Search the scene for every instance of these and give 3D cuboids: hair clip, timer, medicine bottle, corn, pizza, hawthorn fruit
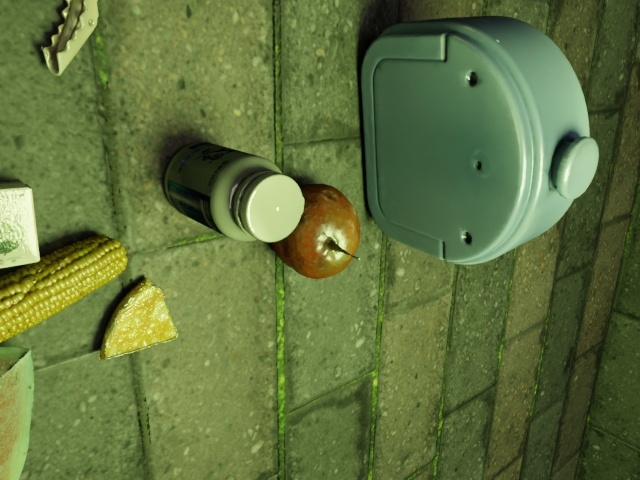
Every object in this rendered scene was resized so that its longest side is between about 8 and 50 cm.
[{"bbox_3d":[-0.249,-0.287,0.568,0.072,0.034,0.226,-14,122,-66],"label":"hair clip"},{"bbox_3d":[0.237,-0.148,0.817,0.173,0.395,0.395,-19,117,-31],"label":"timer"},{"bbox_3d":[-0.111,-0.060,0.667,0.107,0.191,0.107,-15,115,-37],"label":"medicine bottle"},{"bbox_3d":[-0.321,0.056,0.610,0.207,0.068,0.068,-31,123,-30],"label":"corn"},{"bbox_3d":[-0.243,0.119,0.730,0.108,0.026,0.123,40,75,-45],"label":"pizza"},{"bbox_3d":[-0.011,-0.012,0.796,0.189,0.149,0.149,-47,149,-79],"label":"hawthorn fruit"}]

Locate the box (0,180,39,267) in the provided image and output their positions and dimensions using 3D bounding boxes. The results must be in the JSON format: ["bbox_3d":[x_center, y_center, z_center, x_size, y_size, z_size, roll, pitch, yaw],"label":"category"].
[{"bbox_3d":[-0.372,-0.013,0.557,0.125,0.043,0.089,-13,114,-38],"label":"box"}]

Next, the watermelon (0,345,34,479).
[{"bbox_3d":[-0.402,0.224,0.508,0.261,0.201,0.213,-7,110,-42],"label":"watermelon"}]
